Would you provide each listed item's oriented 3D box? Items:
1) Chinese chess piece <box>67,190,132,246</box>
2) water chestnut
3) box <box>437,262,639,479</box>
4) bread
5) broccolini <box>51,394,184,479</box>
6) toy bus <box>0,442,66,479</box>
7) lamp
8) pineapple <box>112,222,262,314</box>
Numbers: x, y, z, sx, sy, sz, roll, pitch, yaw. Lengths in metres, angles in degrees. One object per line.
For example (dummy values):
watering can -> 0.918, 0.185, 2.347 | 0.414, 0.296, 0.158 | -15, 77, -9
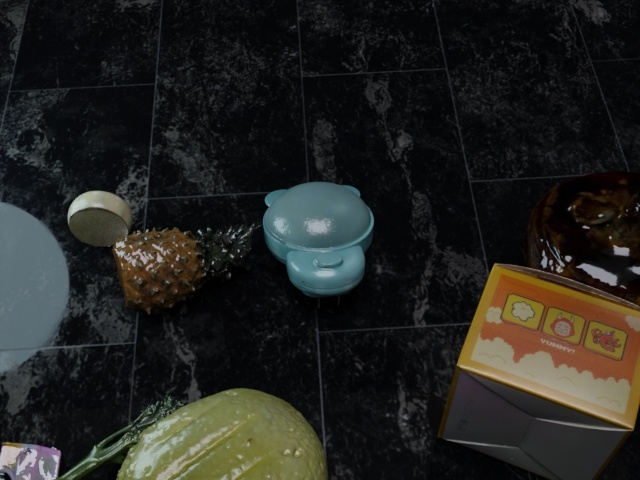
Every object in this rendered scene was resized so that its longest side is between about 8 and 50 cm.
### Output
Chinese chess piece -> -0.425, -0.042, 1.619 | 0.122, 0.122, 0.051 | -1, 49, 0
water chestnut -> 0.526, 0.019, 1.448 | 0.351, 0.302, 0.350 | -2, 51, 3
box -> 0.350, 0.218, 1.324 | 0.260, 0.283, 0.213 | 18, 58, 13
bread -> -0.144, 0.372, 1.255 | 0.321, 0.237, 0.320 | 1, 53, -1
broccolini -> -0.363, 0.361, 1.304 | 0.079, 0.074, 0.392 | 36, 45, 23
toy bus -> -0.473, 0.456, 1.295 | 0.112, 0.090, 0.273 | 5, 56, -6
lamp -> 0.000, -0.009, 1.572 | 0.210, 0.147, 0.284 | -6, 56, -4
pineapple -> -0.240, 0.034, 1.560 | 0.279, 0.157, 0.157 | -15, 56, -19
